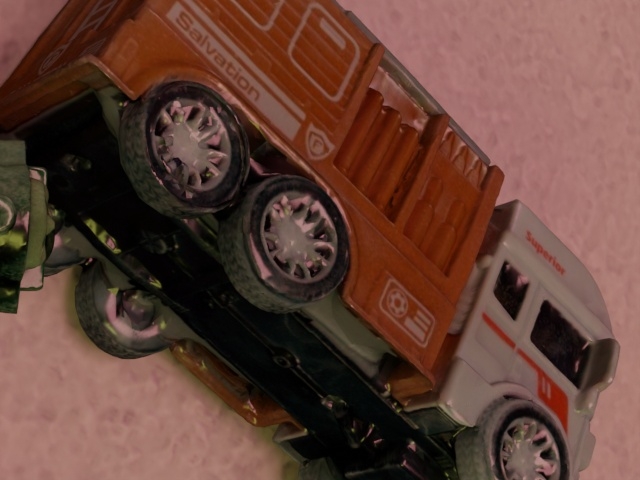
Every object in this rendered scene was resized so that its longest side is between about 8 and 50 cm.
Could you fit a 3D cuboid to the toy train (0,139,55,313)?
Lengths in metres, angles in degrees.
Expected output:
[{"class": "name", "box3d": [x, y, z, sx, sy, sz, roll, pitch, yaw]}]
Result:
[{"class": "toy train", "box3d": [-0.182, -0.009, 0.623, 0.178, 0.104, 0.071, 4, 83, -19]}]

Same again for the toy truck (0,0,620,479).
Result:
[{"class": "toy truck", "box3d": [0.000, 0.000, 0.756, 0.305, 0.136, 0.162, 44, 53, -22]}]
